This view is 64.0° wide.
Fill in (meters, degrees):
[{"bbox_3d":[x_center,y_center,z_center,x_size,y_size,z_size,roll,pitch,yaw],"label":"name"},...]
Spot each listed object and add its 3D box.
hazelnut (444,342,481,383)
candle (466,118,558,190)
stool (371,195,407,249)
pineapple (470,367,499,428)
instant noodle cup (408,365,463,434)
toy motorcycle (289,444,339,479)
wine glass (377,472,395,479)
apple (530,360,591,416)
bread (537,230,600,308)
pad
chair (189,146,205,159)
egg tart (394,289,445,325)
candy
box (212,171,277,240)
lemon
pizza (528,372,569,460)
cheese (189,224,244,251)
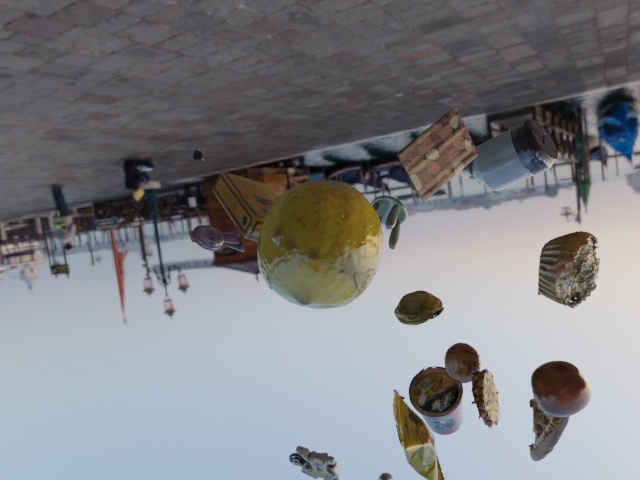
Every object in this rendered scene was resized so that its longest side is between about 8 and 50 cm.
[{"bbox_3d":[0.547,0.472,1.985,0.150,0.150,0.150,-7,-177,0],"label":"hazelnut"},{"bbox_3d":[0.759,-0.328,2.089,0.342,0.221,0.221,-28,169,39],"label":"candle"},{"bbox_3d":[0.307,-0.090,2.530,0.195,0.195,0.198,12,-128,26],"label":"stool"},{"bbox_3d":[0.573,0.541,1.768,0.047,0.221,0.221,-20,176,30],"label":"pineapple"},{"bbox_3d":[0.517,0.714,2.221,0.244,0.255,0.244,-13,-139,12],"label":"instant noodle cup"},{"bbox_3d":[-0.007,0.867,1.979,0.151,0.229,0.074,-52,-173,34],"label":"toy motorcycle"},{"bbox_3d":[0.244,0.909,1.889,0.072,0.072,0.155,-7,167,4],"label":"wine glass"},{"bbox_3d":[0.830,0.510,1.772,0.174,0.188,0.188,-29,175,20],"label":"apple"},{"bbox_3d":[0.855,0.092,1.771,0.274,0.274,0.149,-9,-161,-37],"label":"bread"},{"bbox_3d":[0.322,-0.232,1.382,0.235,0.158,0.003,-39,-160,-18],"label":"pad"},{"bbox_3d":[-0.474,-0.331,1.970,0.037,0.042,0.086,4,177,11],"label":"chair"},{"bbox_3d":[0.473,0.317,2.495,0.252,0.098,0.232,-7,-151,23],"label":"egg tart"},{"bbox_3d":[0.286,0.592,1.508,0.081,0.297,0.187,-28,-152,19],"label":"candy"},{"bbox_3d":[-0.211,-0.104,1.686,0.193,0.084,0.301,11,-153,-40],"label":"box"},{"bbox_3d":[0.000,0.000,1.390,0.350,0.387,0.350,10,145,7],"label":"lemon"},{"bbox_3d":[1.048,0.738,2.317,0.080,0.435,0.392,13,144,0],"label":"pizza"},{"bbox_3d":[-0.339,-0.006,1.672,0.191,0.105,0.042,6,139,-38],"label":"cheese"}]
